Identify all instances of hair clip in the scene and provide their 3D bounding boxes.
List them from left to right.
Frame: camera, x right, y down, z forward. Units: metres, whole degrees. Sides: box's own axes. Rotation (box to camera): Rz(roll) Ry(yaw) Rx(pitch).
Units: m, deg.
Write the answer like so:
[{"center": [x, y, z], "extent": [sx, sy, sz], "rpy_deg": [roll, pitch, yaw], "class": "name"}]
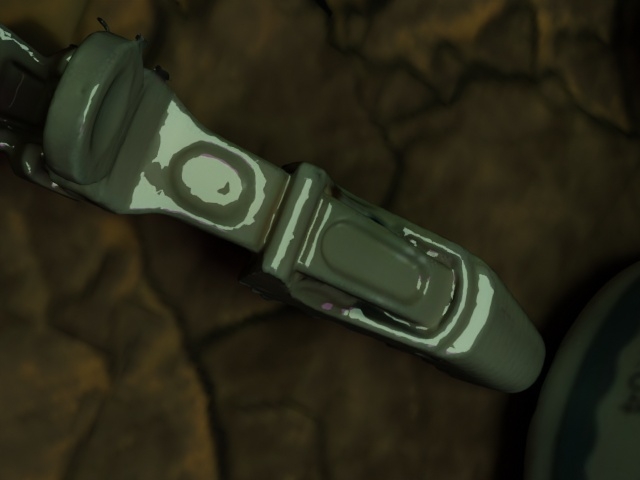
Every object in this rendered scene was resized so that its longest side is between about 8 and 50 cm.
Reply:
[{"center": [0.000, 0.000, 0.470], "extent": [0.226, 0.072, 0.034], "rpy_deg": [28, 81, -39], "class": "hair clip"}]

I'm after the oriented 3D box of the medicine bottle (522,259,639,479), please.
[{"center": [0.183, 0.076, 0.518], "extent": [0.139, 0.237, 0.139], "rpy_deg": [-5, 97, -43], "class": "medicine bottle"}]
